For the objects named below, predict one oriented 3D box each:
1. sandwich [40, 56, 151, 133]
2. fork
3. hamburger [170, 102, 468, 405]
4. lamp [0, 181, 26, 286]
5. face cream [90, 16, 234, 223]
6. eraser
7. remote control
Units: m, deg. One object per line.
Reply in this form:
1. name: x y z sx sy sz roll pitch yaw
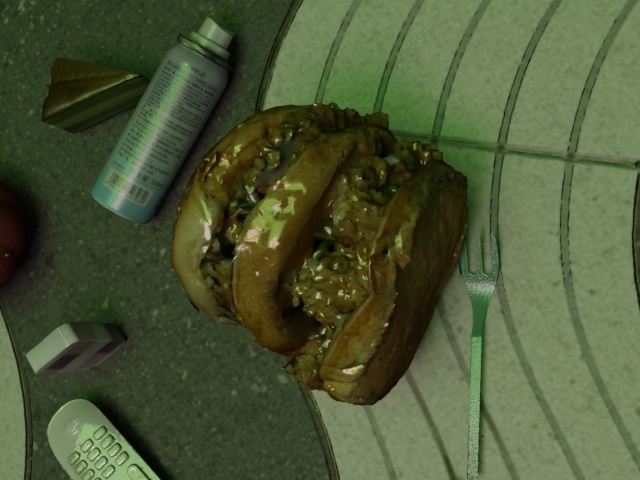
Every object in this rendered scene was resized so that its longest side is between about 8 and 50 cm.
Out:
1. sandwich: -0.242 -0.153 0.959 0.116 0.074 0.074 14 89 21
2. fork: 0.148 0.109 0.814 0.039 0.021 0.235 1 87 26
3. hamburger: 0.011 -0.003 0.755 0.211 0.260 0.245 26 76 26
4. lamp: -0.425 0.004 0.990 0.182 0.140 0.182 -8 64 18
5. face cream: -0.164 -0.133 0.926 0.075 0.075 0.229 34 98 20
6. eraser: -0.264 0.117 0.927 0.065 0.105 0.026 -41 73 13
7. remote control: -0.211 0.268 0.929 0.073 0.044 0.229 -45 79 -4
